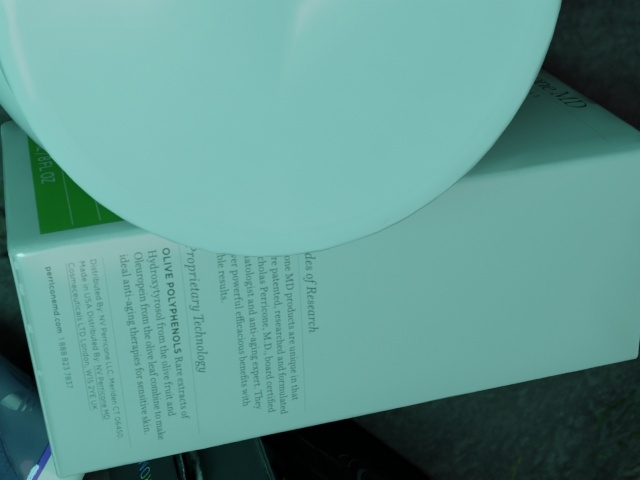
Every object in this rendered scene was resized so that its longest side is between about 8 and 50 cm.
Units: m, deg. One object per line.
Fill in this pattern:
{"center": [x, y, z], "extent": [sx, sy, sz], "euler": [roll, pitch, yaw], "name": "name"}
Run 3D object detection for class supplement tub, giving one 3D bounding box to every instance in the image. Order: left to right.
{"center": [-0.052, -0.153, 0.481], "extent": [0.235, 0.325, 0.235], "euler": [-8, 119, -14], "name": "supplement tub"}

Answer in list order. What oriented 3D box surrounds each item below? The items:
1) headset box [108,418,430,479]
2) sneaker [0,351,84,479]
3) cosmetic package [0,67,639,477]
{"center": [-0.013, 0.220, 0.740], "extent": [0.131, 0.246, 0.283], "euler": [-45, 120, 9], "name": "headset box"}
{"center": [-0.327, 0.175, 0.695], "extent": [0.236, 0.130, 0.323], "euler": [35, 107, -20], "name": "sneaker"}
{"center": [0.000, 0.000, 0.657], "extent": [0.366, 0.197, 0.155], "euler": [-11, 119, -14], "name": "cosmetic package"}
